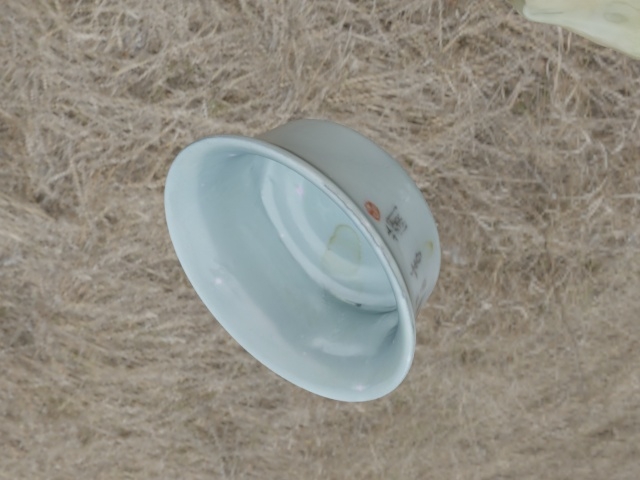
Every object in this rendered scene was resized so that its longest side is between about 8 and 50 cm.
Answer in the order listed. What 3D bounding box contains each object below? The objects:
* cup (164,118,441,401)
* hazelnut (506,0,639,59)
[{"bbox_3d":[0.000,0.000,0.964,0.347,0.163,0.347,26,138,26],"label":"cup"},{"bbox_3d":[0.228,-0.238,0.612,0.261,0.241,0.261,42,152,28],"label":"hazelnut"}]
